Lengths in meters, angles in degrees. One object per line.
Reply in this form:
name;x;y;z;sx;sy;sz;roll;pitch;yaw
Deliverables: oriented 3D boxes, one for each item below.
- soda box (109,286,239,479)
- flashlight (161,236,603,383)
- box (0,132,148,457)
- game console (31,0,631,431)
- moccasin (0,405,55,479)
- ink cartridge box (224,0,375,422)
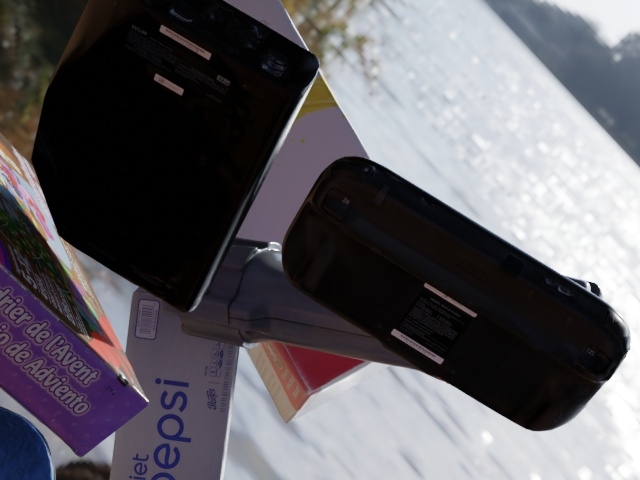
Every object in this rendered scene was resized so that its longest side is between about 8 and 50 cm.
soda box;-0.123;0.180;1.242;0.091;0.286;0.098;7;5;-2
flashlight;0.046;0.051;1.095;0.304;0.103;0.103;10;-27;26
box;-0.222;-0.022;0.926;0.201;0.057;0.293;50;2;-40
game console;0.000;0.000;0.875;0.361;0.213;0.044;32;48;1
moccasin;-0.342;0.167;0.977;0.117;0.342;0.138;108;-25;-75
ink cartridge box;-0.049;-0.042;1.432;0.385;0.160;0.279;60;-10;7
